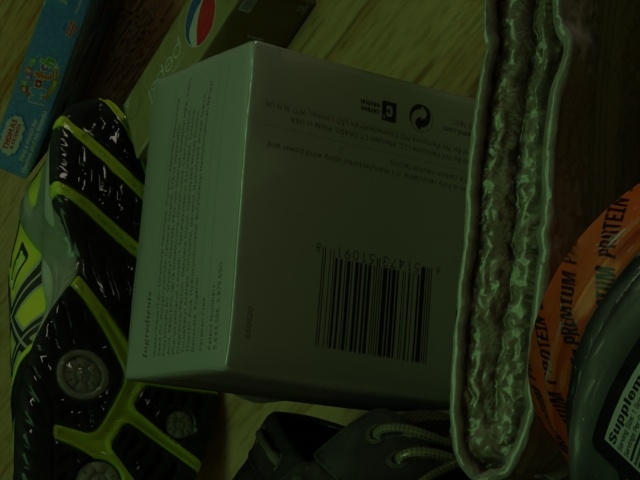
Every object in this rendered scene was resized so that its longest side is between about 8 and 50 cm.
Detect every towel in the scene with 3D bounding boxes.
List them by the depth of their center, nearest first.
[{"bbox_3d":[0.118,-0.025,0.778,0.049,0.187,0.282,3,84,24],"label":"towel"}]

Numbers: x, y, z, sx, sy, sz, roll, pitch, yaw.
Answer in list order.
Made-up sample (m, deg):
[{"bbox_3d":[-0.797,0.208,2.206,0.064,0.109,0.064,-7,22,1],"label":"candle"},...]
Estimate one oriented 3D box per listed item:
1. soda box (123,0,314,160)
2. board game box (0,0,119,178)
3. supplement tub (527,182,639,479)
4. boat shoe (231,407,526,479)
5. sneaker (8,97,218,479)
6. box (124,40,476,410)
[{"bbox_3d":[-0.079,-0.135,1.220,0.181,0.058,0.061,-52,41,35],"label":"soda box"},{"bbox_3d":[-0.209,-0.156,1.360,0.211,0.039,0.160,-79,11,-72],"label":"board game box"},{"bbox_3d":[0.215,0.100,0.561,0.316,0.194,0.193,48,120,53],"label":"supplement tub"},{"bbox_3d":[0.042,0.151,0.874,0.355,0.132,0.130,1,83,56],"label":"boat shoe"},{"bbox_3d":[-0.166,0.083,1.239,0.147,0.145,0.384,130,149,-48],"label":"sneaker"},{"bbox_3d":[0.000,0.000,0.939,0.119,0.181,0.181,-11,71,55],"label":"box"}]
